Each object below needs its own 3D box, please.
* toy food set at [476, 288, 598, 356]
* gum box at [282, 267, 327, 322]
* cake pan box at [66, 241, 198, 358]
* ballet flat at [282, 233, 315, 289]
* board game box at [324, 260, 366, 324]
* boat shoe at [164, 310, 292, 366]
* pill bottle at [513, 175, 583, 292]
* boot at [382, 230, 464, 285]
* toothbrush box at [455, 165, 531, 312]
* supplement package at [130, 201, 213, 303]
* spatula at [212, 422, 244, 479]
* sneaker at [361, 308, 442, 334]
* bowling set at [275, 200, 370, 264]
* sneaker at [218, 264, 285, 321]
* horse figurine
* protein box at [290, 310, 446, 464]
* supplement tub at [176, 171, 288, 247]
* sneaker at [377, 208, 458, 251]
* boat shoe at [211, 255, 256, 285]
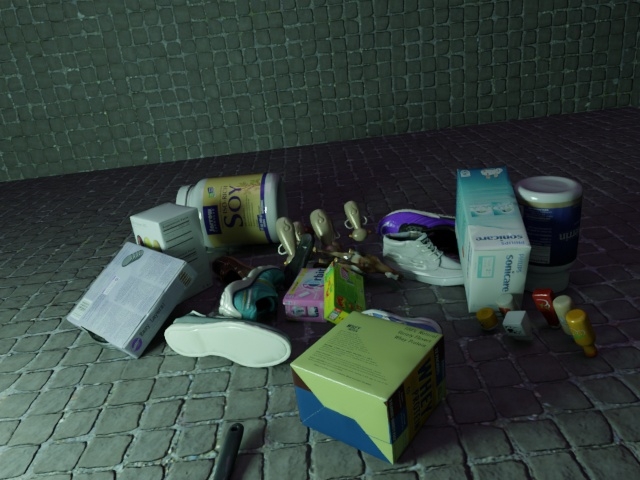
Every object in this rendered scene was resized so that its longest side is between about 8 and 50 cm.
[{"bbox_3d":[0.463,0.178,1.110,0.232,0.104,0.111,-10,29,43],"label":"toy food set"},{"bbox_3d":[-0.018,0.139,1.337,0.107,0.062,0.188,0,23,15],"label":"gum box"},{"bbox_3d":[-0.472,0.142,1.303,0.246,0.070,0.266,11,59,35],"label":"cake pan box"},{"bbox_3d":[-0.055,0.061,1.465,0.058,0.049,0.173,18,75,29],"label":"ballet flat"},{"bbox_3d":[0.058,0.134,1.259,0.092,0.043,0.181,28,28,-16],"label":"board game box"},{"bbox_3d":[-0.197,0.204,1.169,0.320,0.116,0.099,-2,26,26],"label":"boat shoe"},{"bbox_3d":[0.548,-0.013,1.278,0.153,0.264,0.153,-6,24,3],"label":"pill bottle"},{"bbox_3d":[0.288,0.042,1.402,0.258,0.123,0.095,4,25,24],"label":"boot"},{"bbox_3d":[0.404,-0.005,1.260,0.126,0.216,0.295,-4,44,8],"label":"toothbrush box"},{"bbox_3d":[-0.416,0.032,1.472,0.139,0.244,0.134,11,28,37],"label":"supplement package"},{"bbox_3d":[-0.167,0.396,0.810,0.084,0.030,0.296,-5,23,10],"label":"spatula"},{"bbox_3d":[0.152,0.200,1.122,0.211,0.080,0.081,0,20,18],"label":"sneaker"},{"bbox_3d":[0.000,0.000,1.613,0.287,0.154,0.200,-15,-13,-11],"label":"bowling set"},{"bbox_3d":[-0.153,0.144,1.327,0.110,0.107,0.275,23,22,13],"label":"sneaker"},{"bbox_3d":[0.088,0.062,1.432,0.175,0.066,0.263,18,-11,-32],"label":"horse figurine"},{"bbox_3d":[0.092,0.252,0.943,0.200,0.135,0.201,10,28,36],"label":"protein box"},{"bbox_3d":[-0.288,-0.099,1.755,0.332,0.241,0.241,-5,23,6],"label":"supplement tub"},{"bbox_3d":[0.303,-0.022,1.579,0.294,0.102,0.146,3,25,23],"label":"sneaker"},{"bbox_3d":[-0.249,0.097,1.492,0.207,0.073,0.073,13,28,39],"label":"boat shoe"}]
